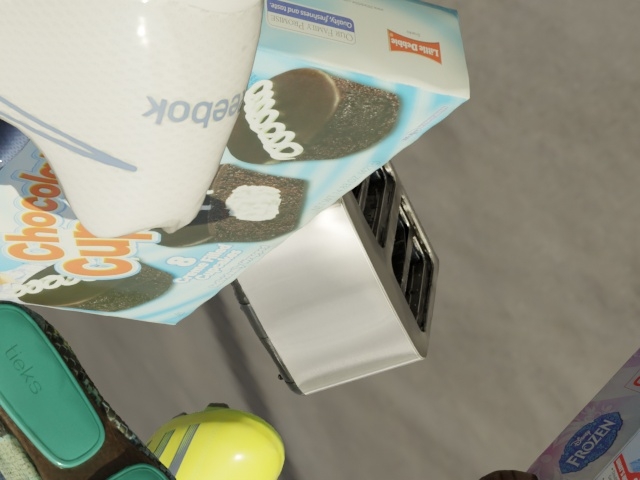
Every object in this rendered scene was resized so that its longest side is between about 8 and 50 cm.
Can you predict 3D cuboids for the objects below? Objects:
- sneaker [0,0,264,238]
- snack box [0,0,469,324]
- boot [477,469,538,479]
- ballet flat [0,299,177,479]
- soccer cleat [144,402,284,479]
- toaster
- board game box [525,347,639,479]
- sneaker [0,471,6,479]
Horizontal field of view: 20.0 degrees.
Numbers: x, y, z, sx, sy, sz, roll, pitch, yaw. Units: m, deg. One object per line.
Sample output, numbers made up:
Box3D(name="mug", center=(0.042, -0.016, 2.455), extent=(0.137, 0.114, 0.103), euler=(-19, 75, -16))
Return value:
Box3D(name="sneaker", center=(-0.133, -0.096, 0.563), extent=(0.297, 0.111, 0.129), euler=(30, 117, 38))
Box3D(name="snack box", center=(-0.089, -0.046, 0.984), extent=(0.322, 0.187, 0.060), euler=(-37, 50, 50))
Box3D(name="boot", center=(0.187, 0.223, 1.446), extent=(0.114, 0.106, 0.037), euler=(-116, 35, -48))
Box3D(name="ballet flat", center=(-0.106, 0.113, 0.823), extent=(0.188, 0.070, 0.070), euler=(59, 165, 9))
Box3D(name="soccer cleat", center=(-0.137, 0.212, 1.304), extent=(0.289, 0.121, 0.093), euler=(-31, 111, 33))
Box3D(name="toaster", center=(0.000, 0.000, 1.275), extent=(0.185, 0.110, 0.168), euler=(-76, -36, -55))
Box3D(name="board game box", center=(0.342, 0.222, 1.640), extent=(0.066, 0.318, 0.318), euler=(20, 142, 44))
Box3D(name="sneaker", center=(-0.205, 0.235, 1.759), extent=(0.130, 0.236, 0.323), euler=(55, 172, 46))
